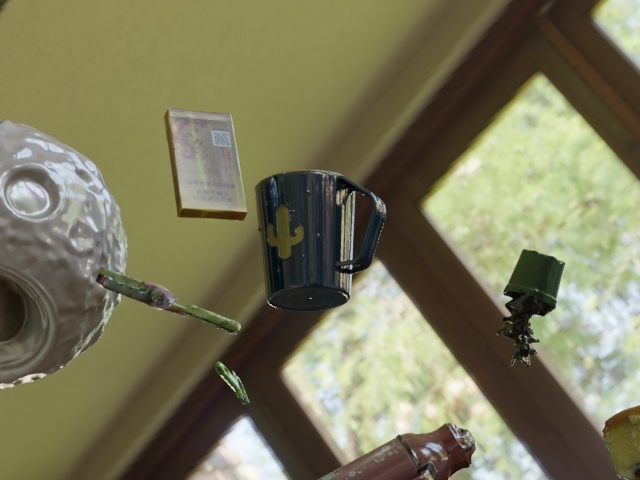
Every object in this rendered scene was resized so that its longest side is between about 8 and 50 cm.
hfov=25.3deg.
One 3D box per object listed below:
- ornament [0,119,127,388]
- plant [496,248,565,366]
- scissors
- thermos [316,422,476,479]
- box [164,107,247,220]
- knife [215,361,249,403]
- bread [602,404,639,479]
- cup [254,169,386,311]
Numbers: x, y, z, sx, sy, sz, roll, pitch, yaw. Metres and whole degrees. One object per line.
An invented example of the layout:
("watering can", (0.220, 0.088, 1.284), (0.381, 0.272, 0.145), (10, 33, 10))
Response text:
("ornament", (-0.409, 0.010, 1.798), (0.337, 0.337, 0.337), (-30, -25, -16))
("plant", (0.180, 0.061, 1.243), (0.051, 0.051, 0.102), (36, -108, -65))
("scissors", (-0.136, 0.045, 1.173), (0.187, 0.133, 0.020), (47, -114, -84))
("thermos", (0.080, 0.361, 2.083), (0.330, 0.109, 0.136), (-28, -26, -8))
("box", (-0.143, -0.095, 1.764), (0.089, 0.156, 0.022), (3, -35, -24))
("knife", (-0.153, 0.232, 2.425), (0.015, 0.054, 0.212), (-19, -20, 2))
("bread", (0.414, 0.222, 1.520), (0.138, 0.077, 0.361), (-20, -21, 22))
("cup", (0.000, 0.000, 1.818), (0.176, 0.155, 0.131), (-11, -21, 29))
